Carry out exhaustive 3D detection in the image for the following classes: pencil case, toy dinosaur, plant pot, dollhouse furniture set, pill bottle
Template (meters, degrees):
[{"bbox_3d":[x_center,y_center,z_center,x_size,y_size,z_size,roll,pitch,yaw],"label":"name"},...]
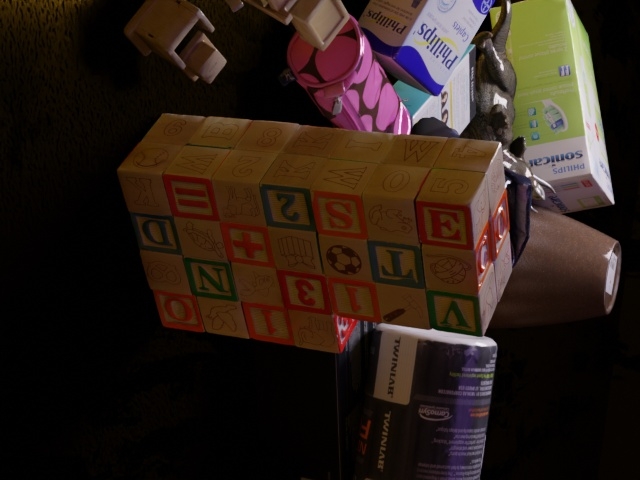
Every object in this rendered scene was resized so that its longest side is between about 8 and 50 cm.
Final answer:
[{"bbox_3d":[0.033,-0.148,1.428,0.209,0.095,0.098,44,21,-61],"label":"pencil case"},{"bbox_3d":[0.231,-0.197,1.896,0.160,0.121,0.313,28,52,-68],"label":"toy dinosaur"},{"bbox_3d":[0.312,0.038,1.987,0.215,0.231,0.215,7,90,-68],"label":"plant pot"},{"bbox_3d":[-0.085,-0.197,1.165,0.161,0.101,0.182,-52,152,-7],"label":"dollhouse furniture set"},{"bbox_3d":[0.102,0.213,1.396,0.130,0.131,0.245,6,92,-68],"label":"pill bottle"}]

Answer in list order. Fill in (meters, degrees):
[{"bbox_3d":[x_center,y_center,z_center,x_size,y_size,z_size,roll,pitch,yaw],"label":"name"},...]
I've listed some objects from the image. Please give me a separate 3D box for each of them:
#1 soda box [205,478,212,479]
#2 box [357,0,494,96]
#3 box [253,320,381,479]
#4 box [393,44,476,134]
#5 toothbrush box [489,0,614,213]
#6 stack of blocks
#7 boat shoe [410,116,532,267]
[{"bbox_3d":[-0.111,0.328,1.259,0.071,0.067,0.210,77,29,-42],"label":"soda box"},{"bbox_3d":[0.117,-0.252,1.546,0.137,0.072,0.126,-59,147,1],"label":"box"},{"bbox_3d":[0.014,0.143,1.459,0.184,0.103,0.261,-38,132,-55],"label":"box"},{"bbox_3d":[0.129,-0.158,1.697,0.244,0.060,0.100,-50,142,-53],"label":"box"},{"bbox_3d":[0.349,-0.199,2.051,0.206,0.122,0.283,29,54,-66],"label":"toothbrush box"},{"bbox_3d":[0.000,0.000,1.116,0.087,0.297,0.171,-59,148,-45],"label":"stack of blocks"},{"bbox_3d":[0.142,0.036,1.582,0.127,0.158,0.340,-33,142,-38],"label":"boat shoe"}]
